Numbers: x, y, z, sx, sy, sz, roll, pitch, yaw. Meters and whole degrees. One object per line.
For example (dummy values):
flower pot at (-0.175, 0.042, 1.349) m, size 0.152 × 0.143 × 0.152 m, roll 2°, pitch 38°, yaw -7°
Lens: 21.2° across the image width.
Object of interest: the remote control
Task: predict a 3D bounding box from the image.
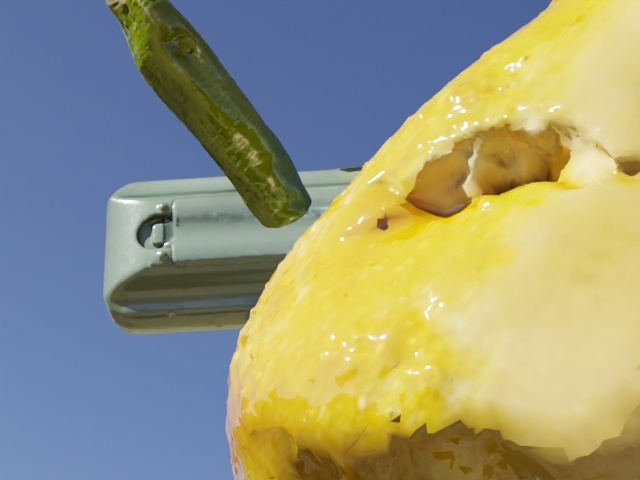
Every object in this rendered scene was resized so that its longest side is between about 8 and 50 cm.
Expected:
remote control at (0.000, 0.000, 1.323) m, size 0.335 × 0.128 × 0.065 m, roll -4°, pitch -32°, yaw 3°

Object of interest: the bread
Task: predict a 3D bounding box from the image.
bread at (0.130, 0.022, 0.808) m, size 0.250 × 0.394 × 0.361 m, roll 48°, pitch -14°, yaw 15°

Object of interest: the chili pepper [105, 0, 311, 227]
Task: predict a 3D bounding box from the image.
chili pepper at (-0.075, -0.093, 1.107) m, size 0.052 × 0.050 × 0.201 m, roll -31°, pitch -78°, yaw 32°
